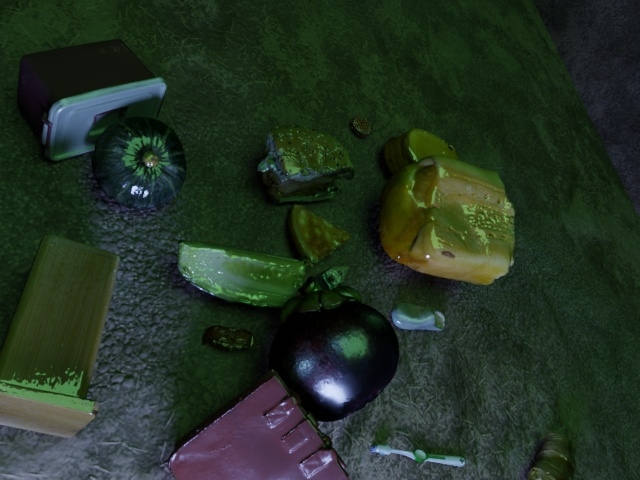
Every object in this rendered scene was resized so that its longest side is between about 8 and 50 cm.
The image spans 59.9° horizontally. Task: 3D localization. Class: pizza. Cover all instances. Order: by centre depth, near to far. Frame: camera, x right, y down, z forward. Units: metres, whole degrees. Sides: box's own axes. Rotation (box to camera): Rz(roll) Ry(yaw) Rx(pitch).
[{"bbox_3d":[0.000,0.000,1.514,0.193,0.053,0.201,12,48,-28],"label":"pizza"}]

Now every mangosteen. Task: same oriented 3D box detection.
[{"bbox_3d":[0.017,0.247,1.237,0.300,0.300,0.300,17,56,-27],"label":"mangosteen"}]

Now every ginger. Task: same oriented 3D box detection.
[{"bbox_3d":[0.658,0.665,1.577,0.263,0.116,0.109,-39,131,-47],"label":"ginger"}]

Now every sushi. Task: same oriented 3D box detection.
[{"bbox_3d":[-0.199,0.222,1.248,0.120,0.052,0.055,14,58,-29],"label":"sushi"}]

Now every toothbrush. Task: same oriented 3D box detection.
[{"bbox_3d":[0.257,0.545,1.406,0.304,0.030,0.030,19,56,-26],"label":"toothbrush"}]

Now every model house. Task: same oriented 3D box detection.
[{"bbox_3d":[0.035,0.122,1.449,0.100,0.088,0.100,-29,87,-41],"label":"model house"}]

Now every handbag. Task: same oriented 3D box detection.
[{"bbox_3d":[-0.120,0.430,1.076,0.275,0.084,0.260,-38,88,-4],"label":"handbag"}]

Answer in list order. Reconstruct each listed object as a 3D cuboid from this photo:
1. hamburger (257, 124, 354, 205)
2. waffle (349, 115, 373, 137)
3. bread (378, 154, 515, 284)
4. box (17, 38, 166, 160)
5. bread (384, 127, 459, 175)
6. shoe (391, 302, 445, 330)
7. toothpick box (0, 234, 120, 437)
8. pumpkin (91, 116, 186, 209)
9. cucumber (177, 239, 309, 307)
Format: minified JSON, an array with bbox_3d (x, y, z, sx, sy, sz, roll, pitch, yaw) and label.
[{"bbox_3d":[-0.053,-0.213,1.521,0.288,0.168,0.192,-11,73,-38],"label":"hamburger"},{"bbox_3d":[0.133,-0.377,1.841,0.083,0.029,0.075,36,47,-10],"label":"waffle"},{"bbox_3d":[0.359,-0.061,1.675,0.394,0.250,0.361,10,74,-25],"label":"bread"},{"bbox_3d":[-0.517,-0.326,1.246,0.294,0.193,0.167,-32,80,-42],"label":"box"},{"bbox_3d":[0.336,-0.255,1.840,0.270,0.143,0.195,25,58,-26],"label":"bread"},{"bbox_3d":[0.296,0.215,1.590,0.195,0.078,0.079,15,58,-33],"label":"shoe"},{"bbox_3d":[-0.480,0.167,1.002,0.190,0.187,0.308,20,51,-25],"label":"toothpick box"},{"bbox_3d":[-0.407,-0.175,1.260,0.212,0.152,0.211,-6,101,-36],"label":"pumpkin"},{"bbox_3d":[-0.193,0.076,1.309,0.325,0.105,0.145,13,85,-29],"label":"cucumber"}]
